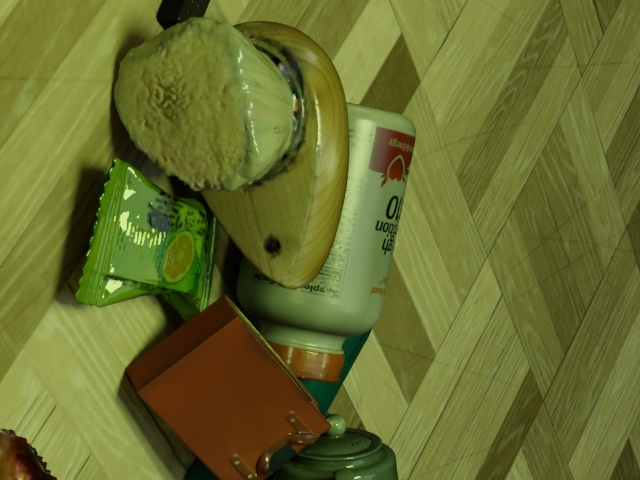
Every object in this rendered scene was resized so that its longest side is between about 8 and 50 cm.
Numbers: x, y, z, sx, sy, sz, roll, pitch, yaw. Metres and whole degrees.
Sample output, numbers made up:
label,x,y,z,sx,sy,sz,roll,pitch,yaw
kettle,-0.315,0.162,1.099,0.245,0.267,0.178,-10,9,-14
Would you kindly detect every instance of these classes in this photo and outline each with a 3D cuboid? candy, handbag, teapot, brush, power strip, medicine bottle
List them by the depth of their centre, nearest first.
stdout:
label,x,y,z,sx,sy,sz,roll,pitch,yaw
brush,-0.070,-0.078,1.830,0.166,0.174,0.266,-16,90,-60
candy,-0.152,0.010,1.864,0.246,0.069,0.149,17,82,-60
power strip,-0.120,-0.251,1.869,0.038,0.029,0.111,46,61,-54
handbag,-0.089,0.160,1.936,0.127,0.063,0.190,-38,125,2
teapot,0.018,0.256,2.021,0.239,0.162,0.149,-102,-169,-76
medicine bottle,0.000,0.000,2.026,0.157,0.157,0.288,10,91,-60

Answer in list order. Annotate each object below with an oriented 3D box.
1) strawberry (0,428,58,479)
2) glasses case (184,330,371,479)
label,x,y,z,sx,sy,sz,roll,pitch,yaw
strawberry,-0.279,0.262,1.712,0.140,0.085,0.192,-34,109,-5
glasses case,-0.035,0.179,2.117,0.301,0.070,0.117,-61,146,-30
